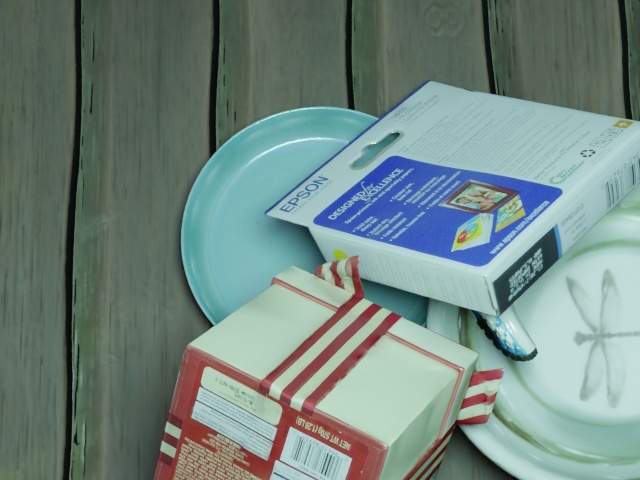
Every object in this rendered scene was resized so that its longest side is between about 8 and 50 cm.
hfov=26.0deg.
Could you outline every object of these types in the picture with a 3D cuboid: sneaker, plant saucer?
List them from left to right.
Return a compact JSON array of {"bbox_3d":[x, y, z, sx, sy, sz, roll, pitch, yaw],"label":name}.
[{"bbox_3d":[0.000,0.000,1.592,0.318,0.043,0.317,0,72,1],"label":"plant saucer"},{"bbox_3d":[0.185,0.042,1.470,0.083,0.071,0.190,-30,61,-6],"label":"sneaker"},{"bbox_3d":[0.319,0.097,1.500,0.400,0.100,0.400,-6,65,13],"label":"plant saucer"}]

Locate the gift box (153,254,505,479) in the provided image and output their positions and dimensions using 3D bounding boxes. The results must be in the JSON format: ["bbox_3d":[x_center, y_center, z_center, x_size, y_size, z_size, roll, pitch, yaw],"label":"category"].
[{"bbox_3d":[0.012,0.178,1.374,0.255,0.258,0.276,29,117,15],"label":"gift box"}]

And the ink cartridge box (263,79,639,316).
[{"bbox_3d":[0.151,-0.056,1.488,0.307,0.072,0.303,15,44,43],"label":"ink cartridge box"}]
